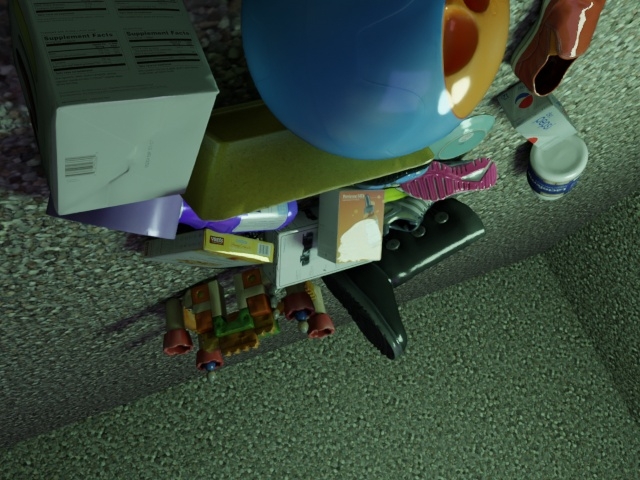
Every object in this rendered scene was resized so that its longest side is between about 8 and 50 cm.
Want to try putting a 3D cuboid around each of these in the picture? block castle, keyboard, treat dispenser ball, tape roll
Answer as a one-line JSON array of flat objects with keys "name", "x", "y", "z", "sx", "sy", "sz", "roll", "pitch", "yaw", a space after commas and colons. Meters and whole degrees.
[{"name": "block castle", "x": -0.208, "y": 0.253, "z": 1.754, "sx": 0.453, "sy": 0.213, "sz": 0.303, "roll": -17, "pitch": 153, "yaw": 9}, {"name": "keyboard", "x": -0.227, "y": 0.016, "z": 1.413, "sx": 0.201, "sy": 0.033, "sz": 0.317, "roll": -1, "pitch": 163, "yaw": 2}, {"name": "treat dispenser ball", "x": 0.057, "y": -0.233, "z": 0.651, "sx": 0.288, "sy": 0.288, "sz": 0.288, "roll": -21, "pitch": 163, "yaw": -7}, {"name": "tape roll", "x": -0.306, "y": -0.058, "z": 0.900, "sx": 0.189, "sy": 0.080, "sz": 0.189, "roll": 12, "pitch": 180, "yaw": 0}]

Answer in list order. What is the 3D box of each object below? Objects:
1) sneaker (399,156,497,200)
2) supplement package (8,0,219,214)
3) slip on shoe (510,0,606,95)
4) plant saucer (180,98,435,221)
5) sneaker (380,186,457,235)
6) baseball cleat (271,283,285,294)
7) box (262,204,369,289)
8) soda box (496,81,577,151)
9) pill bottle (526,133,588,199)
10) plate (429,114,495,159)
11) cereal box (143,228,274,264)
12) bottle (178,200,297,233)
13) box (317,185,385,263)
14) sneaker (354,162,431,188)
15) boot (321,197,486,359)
[{"name": "sneaker", "x": 0.320, "y": -0.156, "z": 1.542, "sx": 0.252, "sy": 0.103, "sz": 0.111, "roll": -5, "pitch": -176, "yaw": -11}, {"name": "supplement package", "x": -0.225, "y": -0.169, "z": 0.624, "sx": 0.149, "sy": 0.203, "sz": 0.194, "roll": -13, "pitch": 160, "yaw": -29}, {"name": "slip on shoe", "x": 0.439, "y": -0.374, "z": 1.045, "sx": 0.123, "sy": 0.101, "sz": 0.331, "roll": -18, "pitch": 161, "yaw": -12}, {"name": "plant saucer", "x": -0.060, "y": -0.151, "z": 0.870, "sx": 0.333, "sy": 0.081, "sz": 0.333, "roll": -18, "pitch": -154, "yaw": -20}, {"name": "sneaker", "x": 0.254, "y": -0.089, "z": 1.627, "sx": 0.300, "sy": 0.121, "sz": 0.111, "roll": -18, "pitch": 163, "yaw": -18}, {"name": "baseball cleat", "x": -0.132, "y": 0.125, "z": 1.897, "sx": 0.206, "sy": 0.072, "sz": 0.109, "roll": -15, "pitch": 146, "yaw": -31}, {"name": "box", "x": 0.000, "y": 0.000, "z": 1.507, "sx": 0.290, "sy": 0.087, "sz": 0.169, "roll": -16, "pitch": 129, "yaw": -26}, {"name": "soda box", "x": 0.516, "y": -0.293, "z": 1.403, "sx": 0.098, "sy": 0.091, "sz": 0.286, "roll": -32, "pitch": 161, "yaw": 27}, {"name": "pill bottle", "x": 0.695, "y": -0.214, "z": 1.770, "sx": 0.153, "sy": 0.153, "sz": 0.265, "roll": -26, "pitch": 163, "yaw": 9}, {"name": "plate", "x": 0.341, "y": -0.241, "z": 1.450, "sx": 0.188, "sy": 0.024, "sz": 0.188, "roll": -20, "pitch": 163, "yaw": -6}, {"name": "cereal box", "x": -0.239, "y": 0.023, "z": 1.255, "sx": 0.173, "sy": 0.047, "sz": 0.240, "roll": 13, "pitch": 165, "yaw": -42}, {"name": "bottle", "x": -0.175, "y": -0.073, "z": 1.129, "sx": 0.283, "sy": 0.118, "sz": 0.092, "roll": -4, "pitch": 156, "yaw": -45}, {"name": "box", "x": 0.071, "y": -0.040, "z": 1.404, "sx": 0.130, "sy": 0.170, "sz": 0.091, "roll": -5, "pitch": -166, "yaw": -29}, {"name": "sneaker", "x": 0.161, "y": -0.154, "z": 1.402, "sx": 0.209, "sy": 0.069, "sz": 0.082, "roll": -18, "pitch": 164, "yaw": -19}, {"name": "boot", "x": 0.269, "y": 0.075, "z": 1.632, "sx": 0.445, "sy": 0.367, "sz": 0.146, "roll": -28, "pitch": 142, "yaw": -15}]
